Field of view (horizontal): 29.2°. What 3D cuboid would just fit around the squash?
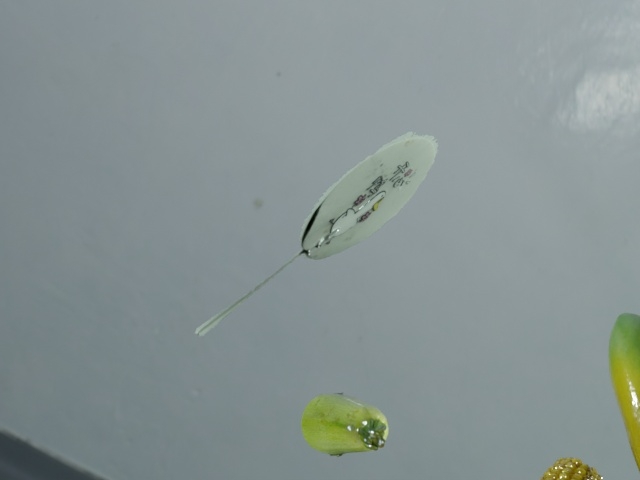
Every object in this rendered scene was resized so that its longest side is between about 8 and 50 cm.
[{"bbox_3d":[0.053,0.261,1.697,0.075,0.200,0.090,27,77,-25],"label":"squash"}]

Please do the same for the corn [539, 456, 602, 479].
[{"bbox_3d":[0.262,0.381,1.472,0.106,0.293,0.106,28,146,21],"label":"corn"}]

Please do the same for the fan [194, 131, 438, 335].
[{"bbox_3d":[0.000,0.001,1.644,0.415,0.233,0.012,-40,67,-1],"label":"fan"}]

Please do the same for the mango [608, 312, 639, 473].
[{"bbox_3d":[0.342,0.189,1.193,0.091,0.137,0.237,-24,96,9],"label":"mango"}]
